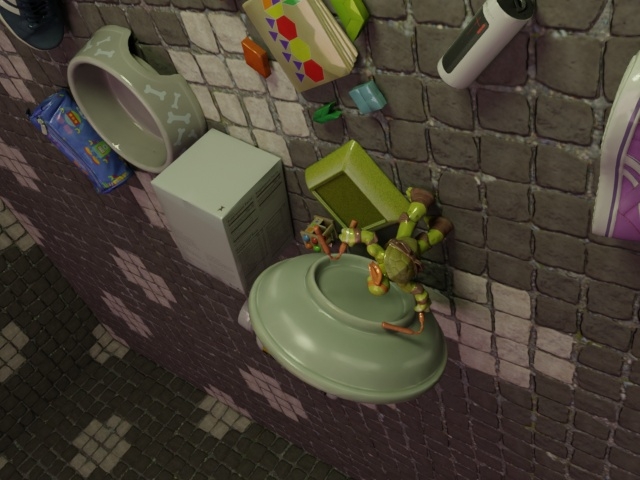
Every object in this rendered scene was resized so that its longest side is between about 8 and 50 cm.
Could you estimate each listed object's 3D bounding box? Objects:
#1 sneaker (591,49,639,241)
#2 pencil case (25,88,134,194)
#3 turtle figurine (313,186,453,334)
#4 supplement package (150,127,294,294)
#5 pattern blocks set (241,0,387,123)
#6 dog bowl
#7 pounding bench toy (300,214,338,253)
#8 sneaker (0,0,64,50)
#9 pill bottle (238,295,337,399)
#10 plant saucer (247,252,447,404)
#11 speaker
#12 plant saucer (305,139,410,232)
[{"bbox_3d":[0.411,-0.094,0.679,0.161,0.102,0.282,16,153,30],"label":"sneaker"},{"bbox_3d":[-0.655,-0.263,1.625,0.119,0.133,0.306,-22,117,30],"label":"pencil case"},{"bbox_3d":[0.130,0.012,1.003,0.269,0.217,0.087,44,155,-14],"label":"turtle figurine"},{"bbox_3d":[-0.203,-0.062,1.308,0.199,0.198,0.263,26,148,24],"label":"supplement package"},{"bbox_3d":[-0.036,-0.329,0.931,0.285,0.026,0.325,6,136,45],"label":"pattern blocks set"},{"bbox_3d":[-0.420,-0.300,1.336,0.348,0.102,0.349,29,149,19],"label":"dog bowl"},{"bbox_3d":[0.000,0.000,1.296,0.052,0.065,0.083,18,144,34],"label":"pounding bench toy"},{"bbox_3d":[-0.589,-0.514,1.191,0.148,0.131,0.350,35,155,21],"label":"sneaker"},{"bbox_3d":[-0.046,0.253,1.566,0.333,0.188,0.188,32,149,15],"label":"pill bottle"},{"bbox_3d":[0.068,0.125,1.123,0.400,0.400,0.101,31,122,16],"label":"plant saucer"},{"bbox_3d":[0.203,-0.251,0.738,0.055,0.055,0.136,41,151,-1],"label":"speaker"},{"bbox_3d":[0.063,-0.081,1.136,0.188,0.045,0.188,47,150,-13],"label":"plant saucer"}]
